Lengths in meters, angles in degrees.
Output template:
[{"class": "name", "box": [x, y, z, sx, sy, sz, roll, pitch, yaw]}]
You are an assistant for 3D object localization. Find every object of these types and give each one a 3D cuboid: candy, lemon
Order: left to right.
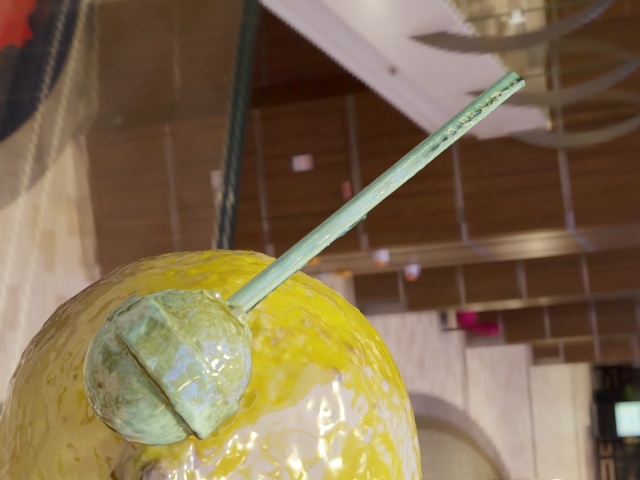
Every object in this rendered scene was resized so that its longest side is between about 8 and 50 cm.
[{"class": "lemon", "box": [-0.063, 0.125, 0.722, 0.310, 0.254, 0.253, 84, 4, -80]}, {"class": "candy", "box": [0.000, 0.000, 0.447, 0.202, 0.061, 0.061, -40, 135, -14]}]
